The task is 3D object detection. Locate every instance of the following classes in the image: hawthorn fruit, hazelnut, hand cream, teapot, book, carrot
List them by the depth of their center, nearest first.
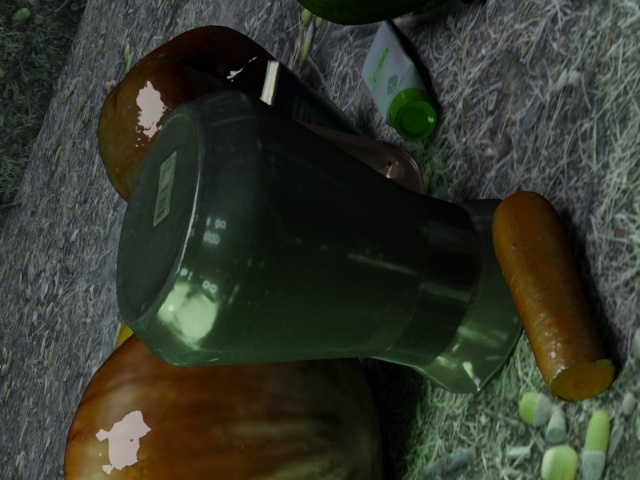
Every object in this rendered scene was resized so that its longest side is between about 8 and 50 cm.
[{"bbox_3d":[0.194,0.038,1.245,0.225,0.067,0.067,-103,33,-47],"label":"carrot"},{"bbox_3d":[0.000,0.000,1.365,0.253,0.344,0.300,-53,32,40],"label":"teapot"},{"bbox_3d":[-0.096,0.232,1.538,0.372,0.315,0.373,8,105,32],"label":"hazelnut"},{"bbox_3d":[-0.014,-0.046,1.611,0.322,0.018,0.228,33,-114,-67],"label":"book"},{"bbox_3d":[0.087,-0.192,1.718,0.079,0.050,0.275,-42,25,11],"label":"hand cream"},{"bbox_3d":[-0.156,-0.169,2.021,0.301,0.267,0.268,-47,34,38],"label":"hawthorn fruit"}]

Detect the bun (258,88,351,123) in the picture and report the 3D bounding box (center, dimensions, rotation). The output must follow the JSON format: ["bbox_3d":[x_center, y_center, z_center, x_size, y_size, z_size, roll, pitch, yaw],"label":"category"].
[{"bbox_3d":[-0.019,-0.112,1.816,0.172,0.120,0.173,21,121,40],"label":"bun"}]

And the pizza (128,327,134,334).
[{"bbox_3d":[-0.160,0.028,1.687,0.280,0.075,0.288,34,102,43],"label":"pizza"}]

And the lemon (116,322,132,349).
[{"bbox_3d":[-0.194,0.169,2.007,0.244,0.186,0.187,-116,43,-72],"label":"lemon"}]

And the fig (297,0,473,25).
[{"bbox_3d":[0.092,-0.314,1.645,0.235,0.203,0.203,34,117,22],"label":"fig"}]
